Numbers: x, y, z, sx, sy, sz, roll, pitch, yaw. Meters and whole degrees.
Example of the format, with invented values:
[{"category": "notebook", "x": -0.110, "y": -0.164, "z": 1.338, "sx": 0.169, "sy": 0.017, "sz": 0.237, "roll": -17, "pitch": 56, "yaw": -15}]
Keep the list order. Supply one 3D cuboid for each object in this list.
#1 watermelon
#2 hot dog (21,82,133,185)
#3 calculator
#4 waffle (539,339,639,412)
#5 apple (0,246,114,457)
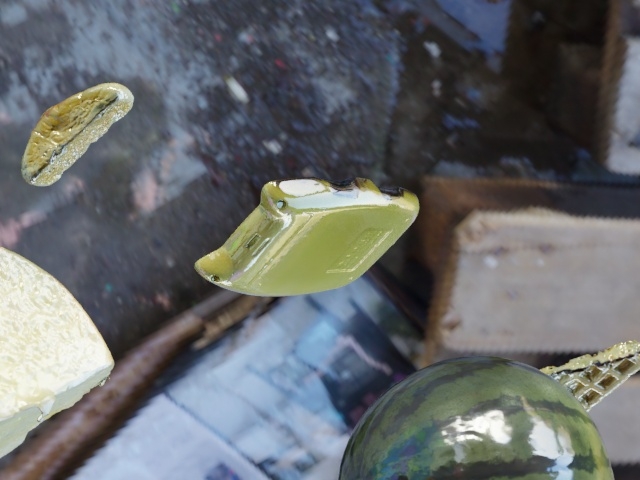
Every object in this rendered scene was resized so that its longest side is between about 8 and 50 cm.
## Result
[{"category": "watermelon", "x": 0.048, "y": 0.096, "z": 0.651, "sx": 0.133, "sy": 0.105, "sz": 0.105, "roll": 1, "pitch": 113, "yaw": -31}, {"category": "hot dog", "x": -0.163, "y": -0.075, "z": 1.126, "sx": 0.090, "sy": 0.034, "sz": 0.030, "roll": -44, "pitch": 162, "yaw": 7}, {"category": "calculator", "x": 0.000, "y": 0.000, "z": 1.628, "sx": 0.236, "sy": 0.033, "sz": 0.157, "roll": 2, "pitch": 138, "yaw": -50}, {"category": "waffle", "x": 0.278, "y": 0.131, "z": 1.810, "sx": 0.097, "sy": 0.023, "sz": 0.152, "roll": 27, "pitch": 126, "yaw": -25}, {"category": "apple", "x": -0.405, "y": 0.157, "z": 1.832, "sx": 0.314, "sy": 0.252, "sz": 0.309, "roll": 25, "pitch": 143, "yaw": -25}]
